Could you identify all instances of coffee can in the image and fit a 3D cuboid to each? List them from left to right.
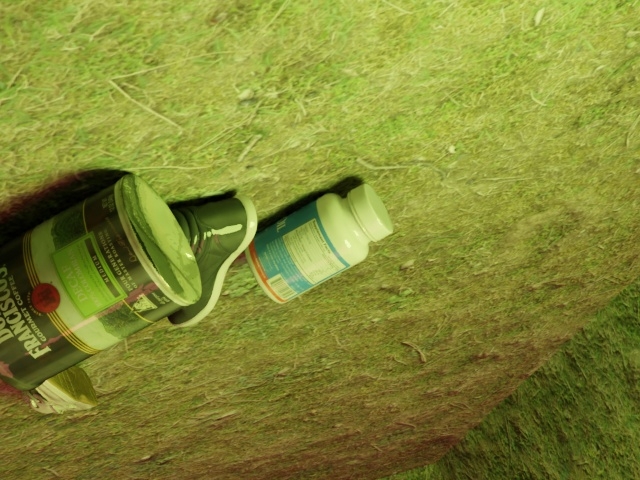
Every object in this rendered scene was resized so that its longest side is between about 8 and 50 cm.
[{"bbox_3d":[-0.333,0.058,1.802,0.275,0.202,0.201,-28,157,11],"label":"coffee can"}]

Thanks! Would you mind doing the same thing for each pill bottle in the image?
[{"bbox_3d":[0.000,0.000,2.083,0.221,0.124,0.124,-29,157,14],"label":"pill bottle"}]

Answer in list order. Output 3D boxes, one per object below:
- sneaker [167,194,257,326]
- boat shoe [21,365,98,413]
[{"bbox_3d":[-0.220,0.036,1.997,0.146,0.105,0.296,-4,145,-34],"label":"sneaker"},{"bbox_3d":[-0.470,0.257,2.249,0.096,0.098,0.277,-24,159,0],"label":"boat shoe"}]
